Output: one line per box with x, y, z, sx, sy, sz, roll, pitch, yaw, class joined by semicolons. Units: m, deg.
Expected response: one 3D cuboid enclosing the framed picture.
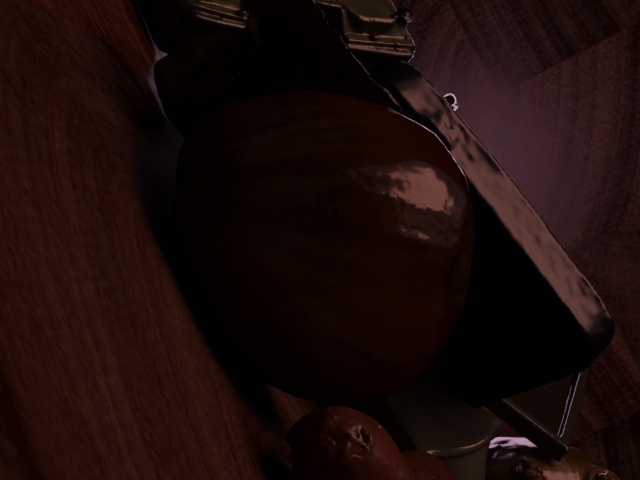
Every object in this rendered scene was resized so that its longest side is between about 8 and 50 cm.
0.125;0.068;1.598;0.315;0.024;0.232;36;23;2;framed picture

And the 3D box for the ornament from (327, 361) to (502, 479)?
0.107;0.211;1.317;0.130;0.120;0.285;-32;90;-42;ornament

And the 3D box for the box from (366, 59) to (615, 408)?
0.077;0.008;1.354;0.290;0.073;0.289;51;-31;-4;box

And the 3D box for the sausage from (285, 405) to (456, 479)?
0.041;0.169;1.093;0.326;0.079;0.087;44;32;-72;sausage

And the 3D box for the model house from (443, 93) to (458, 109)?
-0.017;-0.193;1.706;0.279;0.218;0.205;58;4;-1;model house

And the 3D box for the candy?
-0.037;-0.120;1.215;0.143;0.101;0.271;47;-21;-13;candy

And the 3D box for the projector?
-0.049;-0.240;1.523;0.269;0.088;0.194;5;48;-39;projector

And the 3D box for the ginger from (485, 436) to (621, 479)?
0.259;0.321;1.612;0.375;0.236;0.166;46;35;-16;ginger

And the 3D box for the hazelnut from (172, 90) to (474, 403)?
0.006;-0.005;1.059;0.210;0.186;0.210;-9;90;-87;hazelnut
